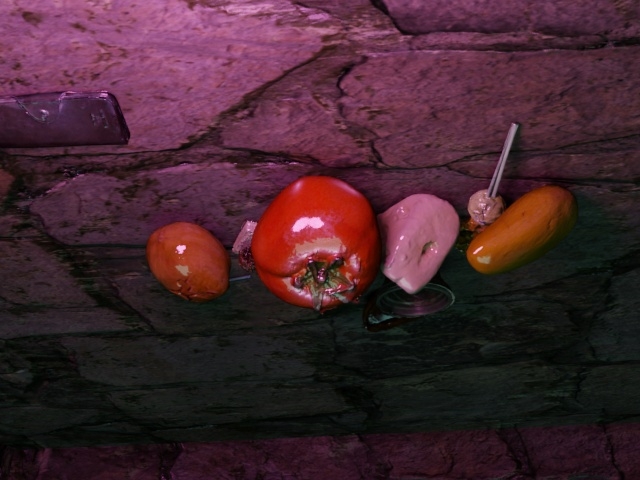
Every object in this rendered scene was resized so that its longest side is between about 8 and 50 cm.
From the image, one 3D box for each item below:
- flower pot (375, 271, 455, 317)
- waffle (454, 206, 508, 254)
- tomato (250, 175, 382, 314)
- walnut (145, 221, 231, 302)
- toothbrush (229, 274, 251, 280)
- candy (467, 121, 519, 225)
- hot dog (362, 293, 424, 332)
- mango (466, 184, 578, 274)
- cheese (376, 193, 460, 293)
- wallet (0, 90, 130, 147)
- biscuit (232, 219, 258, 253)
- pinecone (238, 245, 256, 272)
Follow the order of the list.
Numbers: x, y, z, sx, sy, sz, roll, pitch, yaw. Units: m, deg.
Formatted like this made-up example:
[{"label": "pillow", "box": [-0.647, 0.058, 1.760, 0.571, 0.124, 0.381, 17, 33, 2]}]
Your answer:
[{"label": "flower pot", "box": [0.276, 0.125, 2.213, 0.235, 0.141, 0.235, 1, 149, 1]}, {"label": "waffle", "box": [0.486, -0.017, 2.072, 0.231, 0.051, 0.228, -22, 142, 28]}, {"label": "tomato", "box": [0.000, 0.000, 1.870, 0.341, 0.273, 0.341, -1, 136, -1]}, {"label": "walnut", "box": [-0.351, 0.069, 2.063, 0.203, 0.203, 0.298, -22, 135, 30]}, {"label": "toothbrush", "box": [-0.294, 0.127, 2.324, 0.167, 0.014, 0.011, -10, 138, 15]}, {"label": "candy", "box": [0.437, -0.160, 1.831, 0.092, 0.093, 0.335, -27, 148, -25]}, {"label": "hot dog", "box": [0.242, 0.225, 2.410, 0.227, 0.099, 0.160, -15, 145, 20]}, {"label": "mango", "box": [0.516, -0.018, 1.894, 0.331, 0.142, 0.195, -35, 146, -5]}, {"label": "cheese", "box": [0.240, -0.023, 1.983, 0.173, 0.251, 0.248, 38, 97, -28]}, {"label": "wallet", "box": [-0.601, -0.265, 1.666, 0.318, 0.045, 0.172, -2, 149, 0]}, {"label": "biscuit", "box": [-0.118, 0.017, 2.120, 0.250, 0.046, 0.147, 13, 145, -20]}, {"label": "pinecone", "box": [-0.188, 0.049, 2.066, 0.083, 0.077, 0.077, -25, 154, -19]}]
